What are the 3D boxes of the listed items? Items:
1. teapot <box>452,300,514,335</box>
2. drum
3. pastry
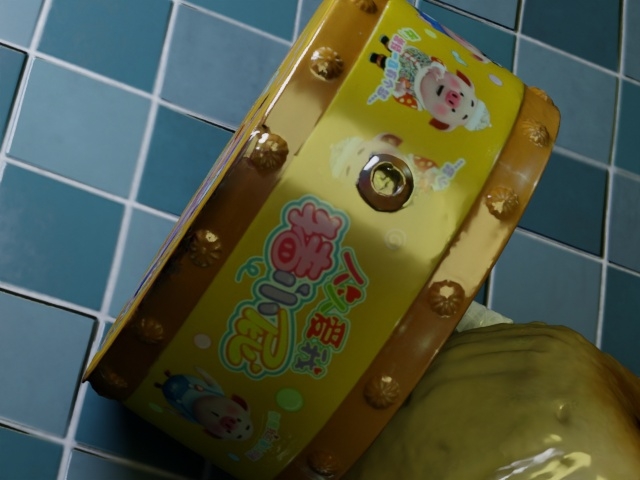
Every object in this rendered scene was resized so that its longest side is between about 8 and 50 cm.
[{"bbox_3d":[0.137,0.078,1.776,0.083,0.057,0.067,41,50,10],"label":"teapot"},{"bbox_3d":[0.000,0.000,1.528,0.214,0.431,0.431,34,54,-5],"label":"drum"},{"bbox_3d":[0.171,0.265,1.520,0.388,0.312,0.388,48,20,-24],"label":"pastry"}]
